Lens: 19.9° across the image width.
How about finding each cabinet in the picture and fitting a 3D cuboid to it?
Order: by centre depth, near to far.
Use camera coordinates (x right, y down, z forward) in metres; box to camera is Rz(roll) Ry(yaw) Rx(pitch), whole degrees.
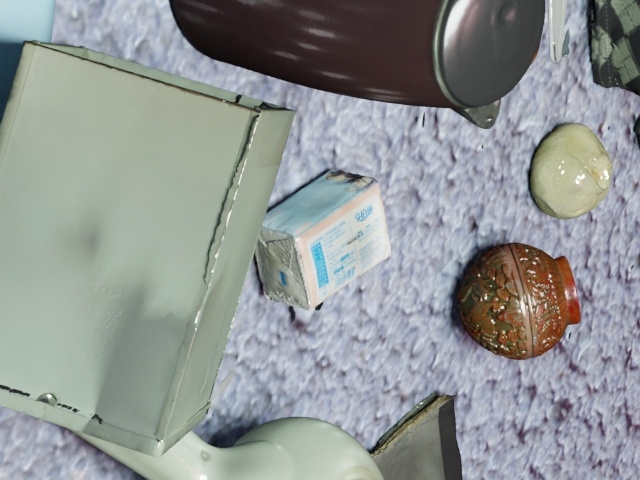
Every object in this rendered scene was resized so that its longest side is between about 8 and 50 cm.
[{"bbox_3d":[-0.120,-0.001,1.101,0.150,0.145,0.206,-25,132,-82],"label":"cabinet"}]

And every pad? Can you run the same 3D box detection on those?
[{"bbox_3d":[0.070,0.258,1.575,0.174,0.022,0.233,-39,134,-32],"label":"pad"}]

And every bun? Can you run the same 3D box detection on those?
[{"bbox_3d":[0.222,-0.056,1.575,0.086,0.055,0.086,-24,124,-42],"label":"bun"}]

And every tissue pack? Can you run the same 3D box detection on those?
[{"bbox_3d":[0.000,0.000,1.345,0.094,0.059,0.074,-33,127,-36],"label":"tissue pack"}]

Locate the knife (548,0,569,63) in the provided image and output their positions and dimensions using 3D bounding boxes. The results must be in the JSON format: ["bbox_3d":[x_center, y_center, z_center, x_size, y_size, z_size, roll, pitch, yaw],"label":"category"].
[{"bbox_3d":[0.190,-0.299,1.351,0.081,0.043,0.335,31,62,-67],"label":"knife"}]

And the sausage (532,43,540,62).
[{"bbox_3d":[0.116,-0.237,1.338,0.105,0.105,0.274,-28,126,-39],"label":"sausage"}]

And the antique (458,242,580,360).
[{"bbox_3d":[0.163,0.051,1.525,0.104,0.104,0.104,-23,123,-41],"label":"antique"}]

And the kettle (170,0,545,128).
[{"bbox_3d":[0.030,-0.179,1.160,0.144,0.232,0.202,-34,130,-36],"label":"kettle"}]

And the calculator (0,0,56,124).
[{"bbox_3d":[-0.228,-0.138,1.035,0.188,0.042,0.302,-13,116,-46],"label":"calculator"}]

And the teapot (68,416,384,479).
[{"bbox_3d":[-0.053,0.187,1.306,0.220,0.149,0.318,-44,122,-57],"label":"teapot"}]

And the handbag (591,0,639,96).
[{"bbox_3d":[0.395,-0.326,1.576,0.416,0.180,0.316,-48,145,-30],"label":"handbag"}]

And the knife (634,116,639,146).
[{"bbox_3d":[0.315,-0.053,1.718,0.023,0.010,0.170,-48,138,-24],"label":"knife"}]
